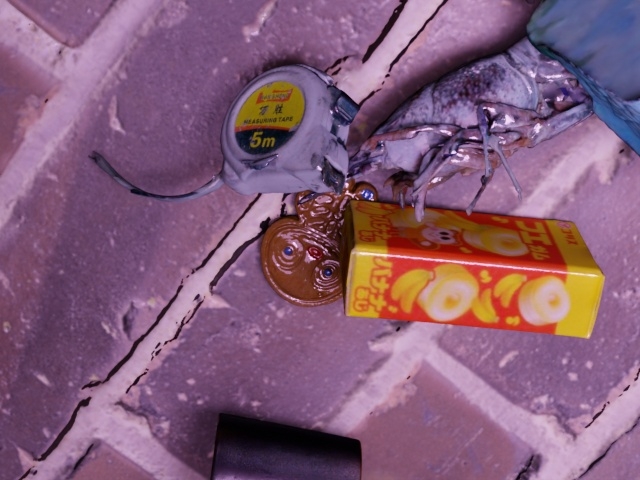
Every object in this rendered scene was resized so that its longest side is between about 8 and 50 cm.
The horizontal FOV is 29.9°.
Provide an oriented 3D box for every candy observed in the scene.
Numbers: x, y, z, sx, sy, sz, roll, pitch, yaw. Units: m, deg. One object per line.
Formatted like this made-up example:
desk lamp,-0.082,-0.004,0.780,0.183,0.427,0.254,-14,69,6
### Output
candy,0.162,0.030,1.340,0.276,0.146,0.088,5,112,-5

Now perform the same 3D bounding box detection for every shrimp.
shrimp,0.152,-0.105,1.293,0.372,0.172,0.137,-36,108,7

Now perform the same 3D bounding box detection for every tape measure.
tape measure,-0.107,-0.113,1.361,0.330,0.164,0.084,1,151,34

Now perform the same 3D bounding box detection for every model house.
model house,0.392,-0.201,1.203,0.261,0.226,0.241,-45,125,5

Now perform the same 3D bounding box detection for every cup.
cup,-0.050,0.338,1.450,0.177,0.166,0.239,7,86,-4

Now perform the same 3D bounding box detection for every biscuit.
biscuit,0.000,0.000,1.414,0.124,0.026,0.175,27,109,-6

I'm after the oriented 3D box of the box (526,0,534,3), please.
box,0.163,-0.379,1.192,0.252,0.188,0.153,42,107,-8
